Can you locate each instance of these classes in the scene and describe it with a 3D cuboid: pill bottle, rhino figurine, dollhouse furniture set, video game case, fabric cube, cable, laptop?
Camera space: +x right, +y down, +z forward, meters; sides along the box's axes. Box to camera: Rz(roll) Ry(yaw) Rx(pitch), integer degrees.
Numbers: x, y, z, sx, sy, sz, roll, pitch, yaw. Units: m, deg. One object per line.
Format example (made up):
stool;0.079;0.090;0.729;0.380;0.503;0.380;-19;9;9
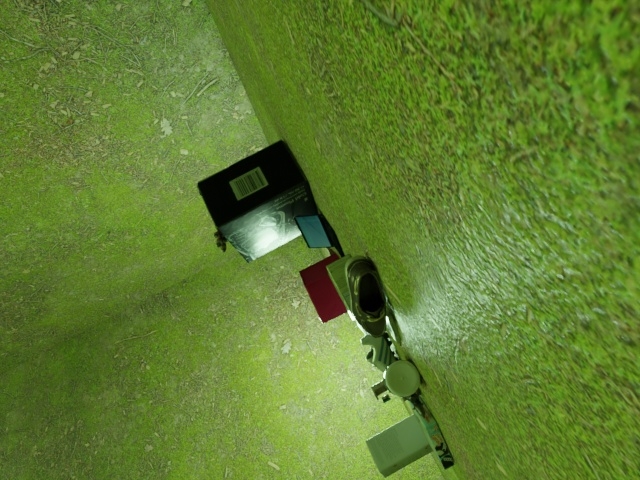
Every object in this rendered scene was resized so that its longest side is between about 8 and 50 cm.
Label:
pill bottle;0.311;0.539;1.570;0.131;0.130;0.246;61;177;20
rhino figurine;0.397;0.664;1.751;0.244;0.073;0.106;62;172;3
dollhouse furniture set;0.373;0.786;2.137;0.130;0.183;0.129;63;177;-18
video game case;0.235;0.269;1.516;0.190;0.022;0.173;58;174;49
fabric cube;0.052;0.268;2.294;0.258;0.258;0.254;64;177;-18
cable;-0.527;-0.031;2.134;0.287;0.072;0.140;-131;18;-72
laptop;0.000;0.000;2.002;0.234;0.136;0.264;64;176;-39

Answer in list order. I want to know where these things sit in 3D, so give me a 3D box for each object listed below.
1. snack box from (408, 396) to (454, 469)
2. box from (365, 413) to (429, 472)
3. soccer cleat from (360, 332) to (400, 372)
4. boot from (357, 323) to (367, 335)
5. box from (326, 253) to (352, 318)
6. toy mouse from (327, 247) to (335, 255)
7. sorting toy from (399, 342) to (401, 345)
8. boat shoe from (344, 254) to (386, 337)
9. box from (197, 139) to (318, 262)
snack box;0.511;0.883;1.861;0.322;0.060;0.187;64;176;-26
box;0.445;1.103;2.172;0.168;0.345;0.215;60;176;40
soccer cleat;0.300;0.571;1.898;0.332;0.143;0.116;63;177;-8
boot;0.305;0.532;2.247;0.247;0.083;0.161;58;172;-21
box;0.136;0.211;1.771;0.243;0.117;0.213;62;177;17
toy mouse;0.060;0.058;2.455;0.143;0.031;0.161;63;178;-23
sorting toy;0.287;0.368;1.573;0.062;0.012;0.083;64;176;-36
boat shoe;0.160;0.204;1.310;0.097;0.116;0.325;-123;15;-61
box;-0.294;-0.184;2.088;0.298;0.479;0.472;60;176;24
